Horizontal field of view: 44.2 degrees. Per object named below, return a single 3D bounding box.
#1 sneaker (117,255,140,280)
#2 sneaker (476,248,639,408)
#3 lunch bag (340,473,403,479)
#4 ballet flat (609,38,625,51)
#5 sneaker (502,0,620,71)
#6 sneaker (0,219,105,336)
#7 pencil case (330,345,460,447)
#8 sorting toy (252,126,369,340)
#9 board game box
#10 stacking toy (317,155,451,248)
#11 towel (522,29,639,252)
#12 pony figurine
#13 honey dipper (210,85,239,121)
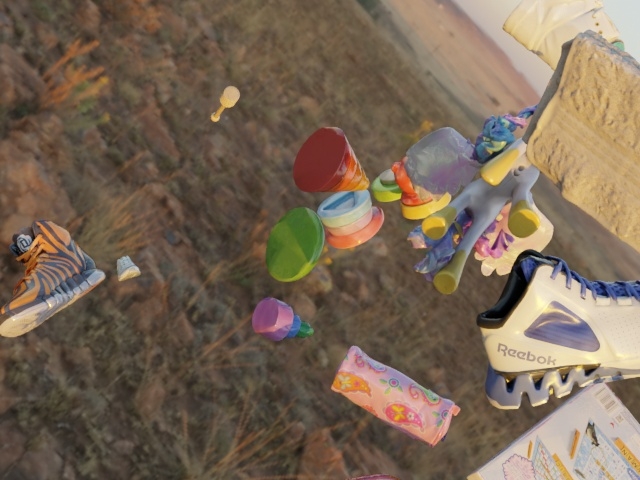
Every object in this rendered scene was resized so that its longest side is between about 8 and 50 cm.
[{"bbox_3d":[-0.507,0.072,2.053,0.152,0.053,0.061,-9,-84,66],"label":"sneaker"},{"bbox_3d":[0.340,0.087,1.022,0.127,0.315,0.182,-72,140,-76],"label":"sneaker"},{"bbox_3d":[0.043,0.478,1.069,0.258,0.120,0.293,6,87,-43],"label":"lunch bag"},{"bbox_3d":[0.704,-0.414,2.020,0.091,0.241,0.077,0,38,-12],"label":"ballet flat"},{"bbox_3d":[0.486,-0.435,1.397,0.169,0.292,0.108,47,21,12],"label":"sneaker"},{"bbox_3d":[-0.582,0.069,1.588,0.180,0.124,0.321,53,18,-4],"label":"sneaker"},{"bbox_3d":[0.166,0.351,1.776,0.284,0.124,0.124,28,13,14],"label":"pencil case"},{"bbox_3d":[0.000,0.000,1.326,0.126,0.366,0.127,24,-11,-40],"label":"sorting toy"},{"bbox_3d":[0.480,0.460,1.399,0.319,0.317,0.066,55,-21,16],"label":"board game box"},{"bbox_3d":[0.126,-0.129,1.887,0.279,0.308,0.130,-109,174,-64],"label":"stacking toy"},{"bbox_3d":[0.366,-0.102,0.920,0.049,0.187,0.282,-21,52,-34],"label":"towel"},{"bbox_3d":[0.282,-0.072,1.310,0.303,0.351,0.363,44,45,0],"label":"pony figurine"},{"bbox_3d":[-0.184,-0.253,1.495,0.030,0.030,0.160,46,-19,-6],"label":"honey dipper"}]
